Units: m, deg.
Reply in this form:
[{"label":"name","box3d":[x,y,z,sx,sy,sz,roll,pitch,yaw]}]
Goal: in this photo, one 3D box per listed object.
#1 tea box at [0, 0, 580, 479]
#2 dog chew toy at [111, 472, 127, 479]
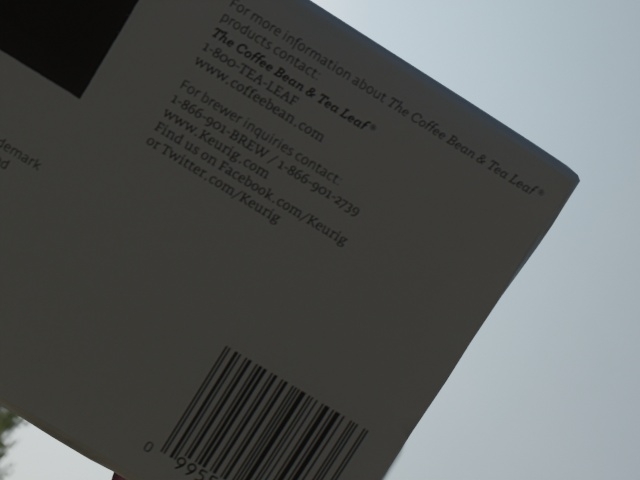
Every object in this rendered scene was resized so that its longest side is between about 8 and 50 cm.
[{"label":"tea box","box3d":[-0.088,-0.038,0.542,0.329,0.220,0.323,32,4,-3]},{"label":"dog chew toy","box3d":[-0.179,0.318,1.305,0.206,0.206,0.332,45,-4,-10]}]
